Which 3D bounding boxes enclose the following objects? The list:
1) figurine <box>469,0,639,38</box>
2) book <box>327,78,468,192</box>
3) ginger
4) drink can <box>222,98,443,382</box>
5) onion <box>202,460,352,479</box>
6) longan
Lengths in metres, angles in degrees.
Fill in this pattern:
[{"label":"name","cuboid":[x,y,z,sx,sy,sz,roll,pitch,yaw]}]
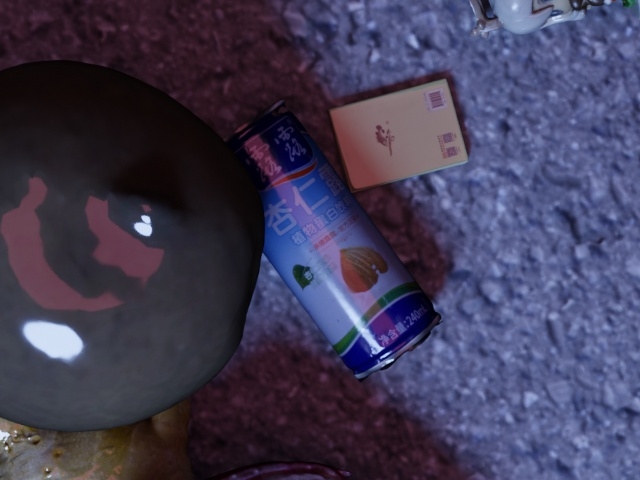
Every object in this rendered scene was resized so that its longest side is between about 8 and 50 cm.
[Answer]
[{"label":"figurine","cuboid":[0.193,-0.230,1.285,0.153,0.132,0.132,-19,92,8]},{"label":"book","cuboid":[0.068,-0.092,1.315,0.111,0.014,0.077,-15,90,-5]},{"label":"ginger","cuboid":[-0.209,0.194,1.249,0.216,0.102,0.157,-10,84,-5]},{"label":"drink can","cuboid":[0.000,0.000,1.270,0.097,0.097,0.235,-36,94,-4]},{"label":"onion","cuboid":[-0.060,0.344,1.179,0.260,0.336,0.282,-48,62,36]},{"label":"longan","cuboid":[-0.190,0.006,1.163,0.297,0.297,0.297,0,90,-5]}]
